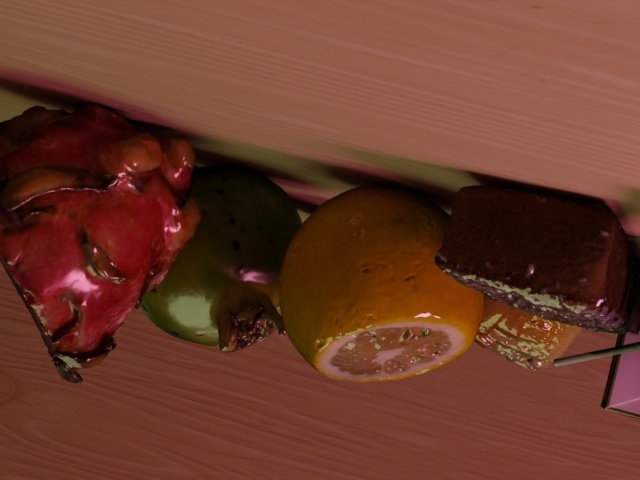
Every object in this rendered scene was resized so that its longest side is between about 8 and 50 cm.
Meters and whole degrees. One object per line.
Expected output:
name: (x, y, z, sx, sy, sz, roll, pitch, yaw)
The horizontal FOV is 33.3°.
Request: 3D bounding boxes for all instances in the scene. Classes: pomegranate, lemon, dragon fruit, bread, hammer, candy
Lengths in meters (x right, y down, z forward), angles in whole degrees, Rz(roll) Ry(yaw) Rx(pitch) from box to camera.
pomegranate: (-0.134, 0.035, 1.463, 0.260, 0.260, 0.340, 17, -159, -31)
lemon: (0.068, 0.040, 1.267, 0.240, 0.219, 0.240, -6, 150, -4)
dragon fruit: (-0.268, -0.043, 1.266, 0.263, 0.314, 0.296, -29, -153, -15)
bread: (0.319, 0.113, 1.790, 0.204, 0.162, 0.262, 27, 160, -9)
hammer: (0.323, 0.020, 1.010, 0.033, 0.111, 0.287, 14, 168, 16)
bread: (0.260, 0.033, 1.178, 0.165, 0.113, 0.416, 15, 178, 23)
candy: (0.415, 0.113, 1.246, 0.288, 0.078, 0.084, -13, 167, 10)

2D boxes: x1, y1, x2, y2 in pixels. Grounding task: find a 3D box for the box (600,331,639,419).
box: (0.493, 0.159, 1.458, 0.178, 0.194, 0.148, 13, 176, 14)
